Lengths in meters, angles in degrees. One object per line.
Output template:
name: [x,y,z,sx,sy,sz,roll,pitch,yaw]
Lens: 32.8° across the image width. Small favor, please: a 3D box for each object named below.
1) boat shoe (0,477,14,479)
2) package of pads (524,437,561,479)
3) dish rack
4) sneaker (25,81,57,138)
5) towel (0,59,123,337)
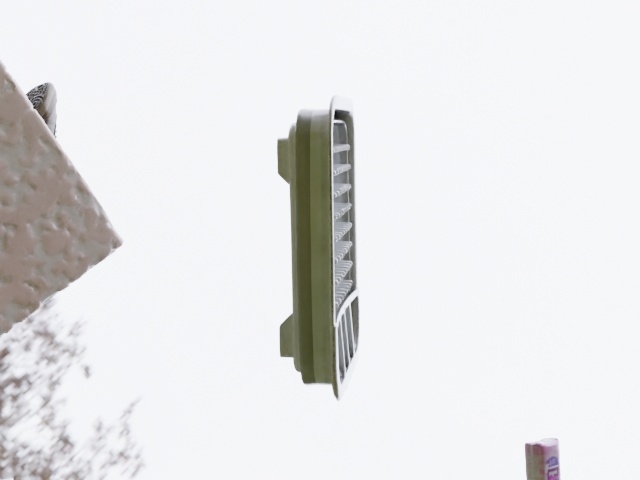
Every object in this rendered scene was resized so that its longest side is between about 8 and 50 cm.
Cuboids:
boat shoe: [-0.497,0.325,1.429,0.083,0.226,0.076,-26,-109,44]
package of pads: [0.295,0.305,1.440,0.032,0.050,0.083,-4,-93,45]
dish rack: [0.000,0.000,1.269,0.072,0.285,0.333,0,-84,8]
sneaker: [-0.412,-0.141,1.564,0.066,0.188,0.071,-10,-40,29]
towel: [-0.442,-0.031,1.280,0.317,0.332,0.053,56,-32,-10]
